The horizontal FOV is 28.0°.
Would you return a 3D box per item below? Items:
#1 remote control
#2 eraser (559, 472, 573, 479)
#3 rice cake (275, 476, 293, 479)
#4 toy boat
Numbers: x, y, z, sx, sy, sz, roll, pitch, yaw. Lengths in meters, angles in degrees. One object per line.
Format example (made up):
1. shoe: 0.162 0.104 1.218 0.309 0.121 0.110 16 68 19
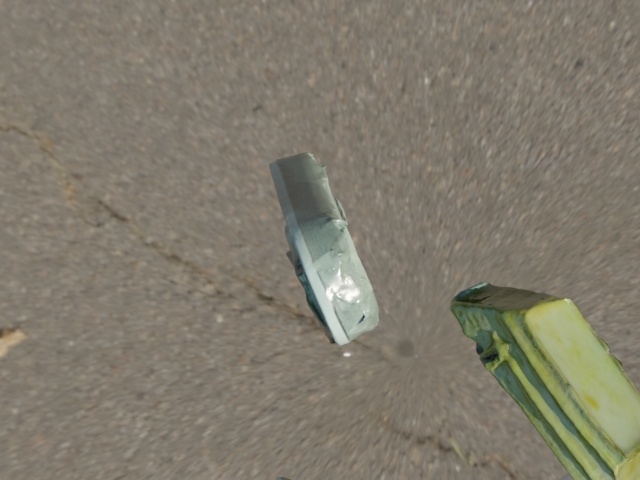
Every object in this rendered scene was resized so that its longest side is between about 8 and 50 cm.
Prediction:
1. remote control: 0.000 0.000 1.020 0.052 0.247 0.104 -23 113 2
2. eraser: 0.406 0.405 1.846 0.270 0.095 0.174 -50 42 35
3. rice cake: 0.036 0.395 1.873 0.198 0.189 0.037 23 79 -11
4. toy boat: 0.248 0.143 1.312 0.276 0.111 0.084 54 128 15
